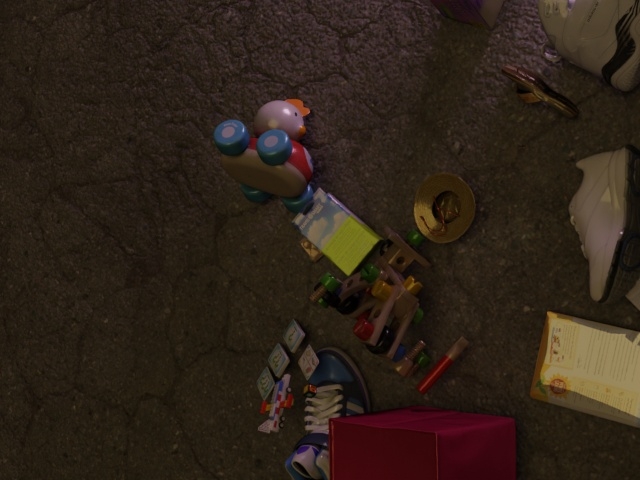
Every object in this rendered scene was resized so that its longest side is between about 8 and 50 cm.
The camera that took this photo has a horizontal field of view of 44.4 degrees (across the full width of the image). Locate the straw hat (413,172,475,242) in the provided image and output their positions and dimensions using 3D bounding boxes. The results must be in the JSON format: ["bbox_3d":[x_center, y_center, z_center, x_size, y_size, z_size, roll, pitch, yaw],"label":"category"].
[{"bbox_3d":[0.262,-0.069,1.598,0.144,0.061,0.145,6,101,34],"label":"straw hat"}]

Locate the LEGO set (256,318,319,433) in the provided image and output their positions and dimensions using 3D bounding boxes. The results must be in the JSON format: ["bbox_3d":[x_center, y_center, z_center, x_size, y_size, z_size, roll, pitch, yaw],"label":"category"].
[{"bbox_3d":[-0.082,0.291,1.663,0.183,0.060,0.244,-59,26,11],"label":"LEGO set"}]

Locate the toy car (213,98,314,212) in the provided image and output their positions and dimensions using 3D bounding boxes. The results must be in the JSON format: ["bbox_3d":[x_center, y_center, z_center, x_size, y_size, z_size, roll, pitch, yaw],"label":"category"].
[{"bbox_3d":[-0.085,-0.225,1.726,0.210,0.219,0.238,15,65,25],"label":"toy car"}]

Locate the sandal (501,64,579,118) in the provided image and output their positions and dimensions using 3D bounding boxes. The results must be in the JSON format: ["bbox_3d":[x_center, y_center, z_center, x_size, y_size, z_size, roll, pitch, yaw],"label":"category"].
[{"bbox_3d":[0.424,-0.286,1.540,0.180,0.072,0.049,41,125,17],"label":"sandal"}]

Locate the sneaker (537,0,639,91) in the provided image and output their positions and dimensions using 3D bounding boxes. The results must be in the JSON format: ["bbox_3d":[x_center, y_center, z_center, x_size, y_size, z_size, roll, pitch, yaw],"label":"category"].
[{"bbox_3d":[0.516,-0.464,1.406,0.210,0.137,0.366,25,130,29],"label":"sneaker"}]

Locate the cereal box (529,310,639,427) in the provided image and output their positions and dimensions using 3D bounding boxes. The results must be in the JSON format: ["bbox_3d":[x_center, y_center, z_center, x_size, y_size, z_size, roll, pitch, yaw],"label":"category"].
[{"bbox_3d":[0.528,0.241,1.460,0.240,0.047,0.173,13,92,24],"label":"cereal box"}]

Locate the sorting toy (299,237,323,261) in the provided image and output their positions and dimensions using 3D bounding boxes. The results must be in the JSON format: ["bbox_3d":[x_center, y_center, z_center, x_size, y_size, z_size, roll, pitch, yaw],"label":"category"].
[{"bbox_3d":[0.000,0.000,1.743,0.083,0.012,0.062,-42,73,17],"label":"sorting toy"}]

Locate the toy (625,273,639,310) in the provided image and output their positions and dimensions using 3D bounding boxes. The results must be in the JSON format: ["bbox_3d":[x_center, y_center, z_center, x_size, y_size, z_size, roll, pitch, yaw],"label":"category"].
[{"bbox_3d":[0.669,0.135,1.389,0.137,0.056,0.237,-40,55,6],"label":"toy"}]

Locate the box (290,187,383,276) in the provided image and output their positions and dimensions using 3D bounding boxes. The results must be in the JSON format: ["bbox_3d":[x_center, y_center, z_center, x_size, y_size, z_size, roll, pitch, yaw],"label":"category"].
[{"bbox_3d":[0.035,-0.018,1.699,0.178,0.042,0.109,42,100,16],"label":"box"}]

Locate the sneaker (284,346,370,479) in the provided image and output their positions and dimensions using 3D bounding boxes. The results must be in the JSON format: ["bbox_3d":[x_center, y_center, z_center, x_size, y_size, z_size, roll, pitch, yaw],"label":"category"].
[{"bbox_3d":[0.009,0.382,1.590,0.130,0.236,0.323,-14,81,24],"label":"sneaker"}]

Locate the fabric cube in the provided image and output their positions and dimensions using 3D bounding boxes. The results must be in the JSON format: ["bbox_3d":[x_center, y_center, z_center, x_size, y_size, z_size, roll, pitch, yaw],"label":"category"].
[{"bbox_3d":[0.188,0.454,1.454,0.259,0.258,0.254,-4,84,43],"label":"fabric cube"}]

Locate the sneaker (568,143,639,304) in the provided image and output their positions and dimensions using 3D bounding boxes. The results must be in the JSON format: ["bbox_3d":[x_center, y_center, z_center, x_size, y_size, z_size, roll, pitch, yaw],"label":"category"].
[{"bbox_3d":[0.528,-0.027,1.453,0.129,0.111,0.297,-3,72,47],"label":"sneaker"}]

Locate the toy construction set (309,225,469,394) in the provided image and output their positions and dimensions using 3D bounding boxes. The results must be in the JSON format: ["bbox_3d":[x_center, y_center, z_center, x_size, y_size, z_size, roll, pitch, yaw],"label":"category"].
[{"bbox_3d":[0.169,0.116,1.564,0.309,0.257,0.237,43,92,0],"label":"toy construction set"}]

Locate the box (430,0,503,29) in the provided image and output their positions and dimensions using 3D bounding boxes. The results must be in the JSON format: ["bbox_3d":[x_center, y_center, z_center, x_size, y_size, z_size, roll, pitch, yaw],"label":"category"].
[{"bbox_3d":[0.305,-0.569,1.526,0.117,0.213,0.243,24,97,24],"label":"box"}]
